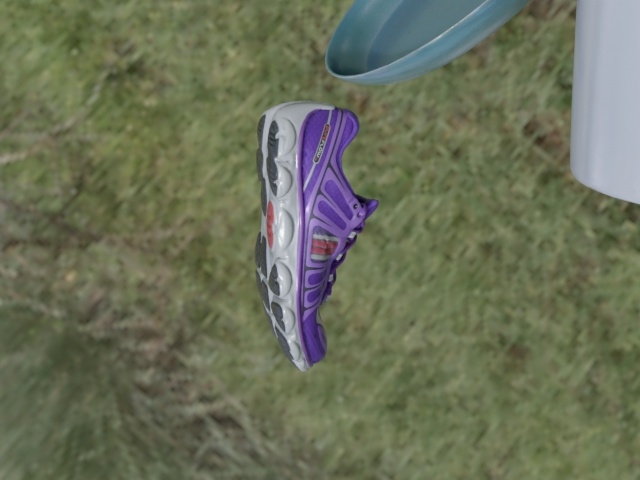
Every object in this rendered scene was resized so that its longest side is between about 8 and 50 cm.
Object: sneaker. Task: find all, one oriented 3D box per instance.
[{"bbox_3d":[0.000,0.000,0.971,0.068,0.071,0.170,-124,34,-64],"label":"sneaker"}]

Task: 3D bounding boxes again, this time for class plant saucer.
[{"bbox_3d":[0.139,-0.253,1.538,0.044,0.317,0.317,47,154,-20],"label":"plant saucer"}]

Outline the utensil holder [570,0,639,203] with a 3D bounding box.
[{"bbox_3d":[0.349,-0.226,1.186,0.327,0.327,0.385,15,108,42],"label":"utensil holder"}]
